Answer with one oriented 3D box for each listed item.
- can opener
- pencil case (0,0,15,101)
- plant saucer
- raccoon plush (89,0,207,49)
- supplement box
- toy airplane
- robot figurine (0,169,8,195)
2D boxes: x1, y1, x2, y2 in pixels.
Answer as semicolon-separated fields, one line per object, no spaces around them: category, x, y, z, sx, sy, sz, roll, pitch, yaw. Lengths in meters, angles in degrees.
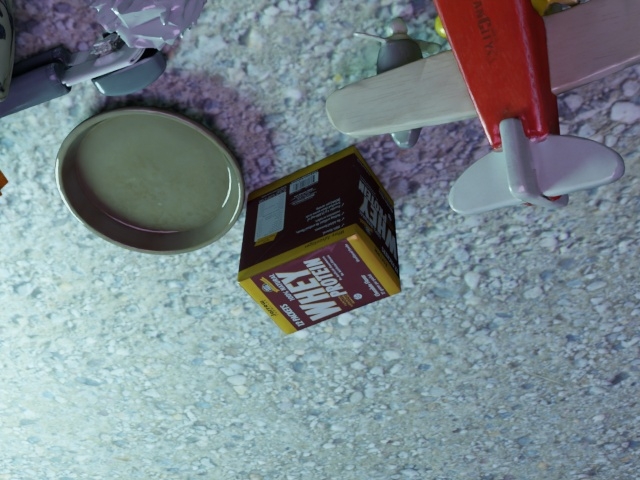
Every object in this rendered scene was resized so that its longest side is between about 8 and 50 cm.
can opener;-0.346;-0.207;1.092;0.280;0.074;0.093;-13;132;13
pencil case;-0.569;-0.261;0.990;0.410;0.160;0.183;3;145;-1
plant saucer;-0.249;-0.089;1.222;0.278;0.041;0.278;0;132;0
raccoon plush;-0.088;-0.338;0.741;0.216;0.446;0.299;15;172;19
supplement box;0.000;0.000;1.194;0.191;0.194;0.129;-23;128;21
toy airplane;0.226;-0.218;0.939;0.386;0.272;0.384;32;119;16
robot figurine;-0.555;-0.083;1.137;0.291;0.085;0.211;-12;113;43
